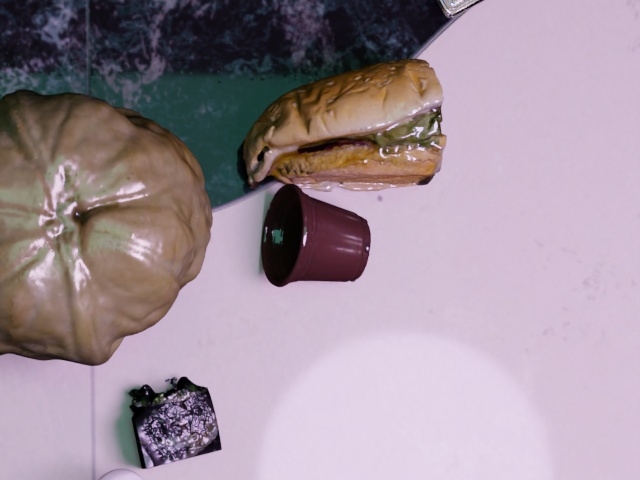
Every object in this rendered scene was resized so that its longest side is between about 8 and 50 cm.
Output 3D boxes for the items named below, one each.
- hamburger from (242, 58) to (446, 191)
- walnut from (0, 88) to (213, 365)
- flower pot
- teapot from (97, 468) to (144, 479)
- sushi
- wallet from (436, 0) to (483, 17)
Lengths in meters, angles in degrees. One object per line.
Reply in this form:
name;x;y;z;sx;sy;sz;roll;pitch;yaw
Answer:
hamburger;0.022;-0.126;1.697;0.207;0.155;0.135;-3;78;-3
walnut;-0.248;-0.014;1.563;0.282;0.277;0.253;-42;99;-1
flower pot;0.000;0.000;1.698;0.089;0.111;0.111;8;80;-23
teapot;-0.240;0.364;1.574;0.204;0.139;0.298;20;86;33
sushi;-0.149;0.183;1.662;0.083;0.056;0.085;-11;85;-11
wallet;0.144;-0.334;1.797;0.110;0.039;0.155;-30;87;-14
